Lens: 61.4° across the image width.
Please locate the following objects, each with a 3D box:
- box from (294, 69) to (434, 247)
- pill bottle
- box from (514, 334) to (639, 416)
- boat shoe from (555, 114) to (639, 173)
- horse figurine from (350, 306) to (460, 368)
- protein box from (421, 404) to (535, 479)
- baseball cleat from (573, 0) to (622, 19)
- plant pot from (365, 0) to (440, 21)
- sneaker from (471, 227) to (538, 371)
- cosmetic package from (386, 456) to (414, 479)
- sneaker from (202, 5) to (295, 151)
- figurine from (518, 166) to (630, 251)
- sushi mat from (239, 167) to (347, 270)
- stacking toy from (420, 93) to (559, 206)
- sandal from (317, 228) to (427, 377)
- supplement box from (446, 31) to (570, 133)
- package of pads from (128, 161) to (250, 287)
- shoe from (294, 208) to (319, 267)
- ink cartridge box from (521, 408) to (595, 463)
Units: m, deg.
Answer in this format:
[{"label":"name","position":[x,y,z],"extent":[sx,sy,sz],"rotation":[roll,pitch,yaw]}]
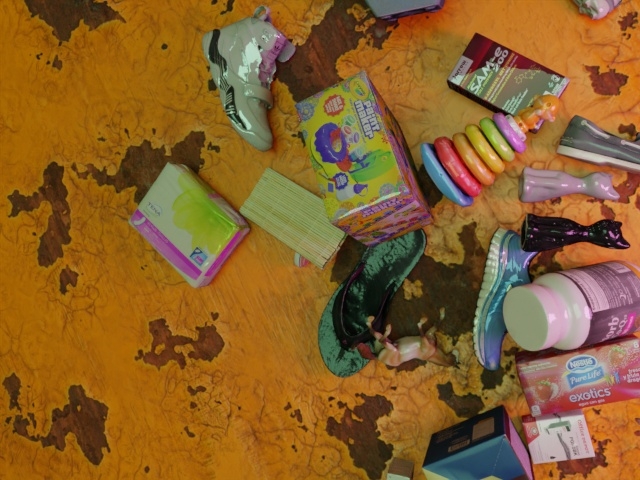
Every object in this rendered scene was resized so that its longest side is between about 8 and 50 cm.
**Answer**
[{"label":"box","position":[0.107,-0.169,1.224],"extent":[0.177,0.279,0.290],"rotation":[-22,71,17]},{"label":"pill bottle","position":[0.533,0.137,1.119],"extent":[0.278,0.162,0.162],"rotation":[-9,88,-19]},{"label":"box","position":[0.572,0.289,1.189],"extent":[0.256,0.128,0.123],"rotation":[-18,86,18]},{"label":"boat shoe","position":[0.683,-0.194,1.154],"extent":[0.319,0.116,0.099],"rotation":[18,100,22]},{"label":"horse figurine","position":[0.203,0.248,1.296],"extent":[0.263,0.066,0.175],"rotation":[-9,127,1]},{"label":"protein box","position":[0.359,0.500,1.223],"extent":[0.199,0.201,0.136],"rotation":[-30,82,16]},{"label":"baseball cleat","position":[0.589,-0.592,1.211],"extent":[0.109,0.072,0.206],"rotation":[-35,85,1]},{"label":"plant pot","position":[0.192,-0.652,1.244],"extent":[0.247,0.247,0.252],"rotation":[-5,106,18]},{"label":"sneaker","position":[0.434,0.144,1.233],"extent":[0.147,0.129,0.330],"rotation":[13,95,20]},{"label":"cosmetic package","position":[0.188,0.677,1.336],"extent":[0.060,0.099,0.239],"rotation":[7,94,18]},{"label":"sneaker","position":[-0.160,-0.428,1.407],"extent":[0.210,0.137,0.366],"rotation":[-26,80,19]},{"label":"figurine","position":[0.551,-0.072,1.183],"extent":[0.209,0.092,0.215],"rotation":[3,58,12]},{"label":"sushi mat","position":[-0.067,-0.062,1.401],"extent":[0.316,0.019,0.151],"rotation":[33,92,29]},{"label":"stacking toy","position":[0.389,-0.222,1.201],"extent":[0.301,0.165,0.175],"rotation":[-36,81,24]},{"label":"sandal","position":[0.110,0.140,1.347],"extent":[0.167,0.107,0.446],"rotation":[27,99,16]},{"label":"supplement box","position":[0.431,-0.365,1.254],"extent":[0.239,0.073,0.130],"rotation":[33,101,15]},{"label":"package of pads","position":[-0.364,-0.050,1.499],"extent":[0.296,0.101,0.229],"rotation":[41,103,13]},{"label":"shoe","position":[0.000,0.000,1.402],"extent":[0.081,0.063,0.178],"rotation":[26,94,21]},{"label":"ink cartridge box","position":[0.544,0.448,1.239],"extent":[0.135,0.056,0.099],"rotation":[-16,85,18]}]
